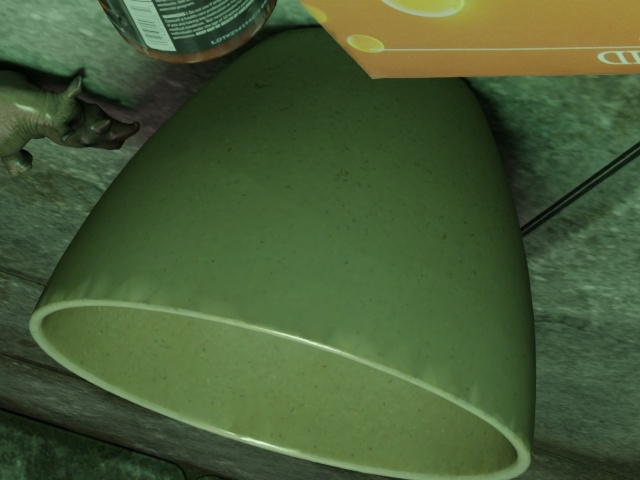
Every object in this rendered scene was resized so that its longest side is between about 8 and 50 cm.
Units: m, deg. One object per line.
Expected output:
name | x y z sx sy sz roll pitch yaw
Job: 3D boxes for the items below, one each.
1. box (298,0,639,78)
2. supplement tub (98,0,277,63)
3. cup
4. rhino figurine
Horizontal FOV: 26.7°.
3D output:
box | 0.052 -0.195 0.394 0.215 0.168 0.345 3 162 29
supplement tub | -0.086 -0.180 0.685 0.106 0.106 0.198 11 159 14
cup | 0.000 0.000 0.908 0.331 0.237 0.331 13 160 5
rhino figurine | -0.255 -0.100 1.081 0.243 0.073 0.106 7 162 19
